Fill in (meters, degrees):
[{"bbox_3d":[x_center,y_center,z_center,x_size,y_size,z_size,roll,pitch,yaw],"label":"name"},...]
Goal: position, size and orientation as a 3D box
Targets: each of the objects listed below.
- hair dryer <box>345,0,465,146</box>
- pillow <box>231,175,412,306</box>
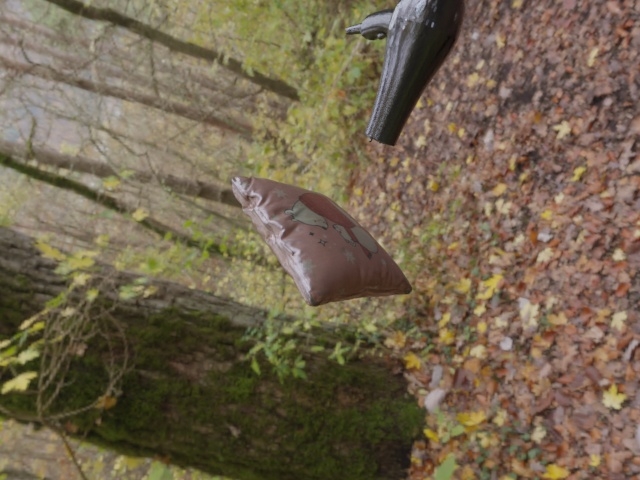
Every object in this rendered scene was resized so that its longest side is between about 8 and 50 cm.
[{"bbox_3d":[0.093,-0.266,0.909,0.236,0.091,0.272,-69,23,15],"label":"hair dryer"},{"bbox_3d":[0.000,0.000,0.898,0.084,0.223,0.236,-53,56,24],"label":"pillow"}]
